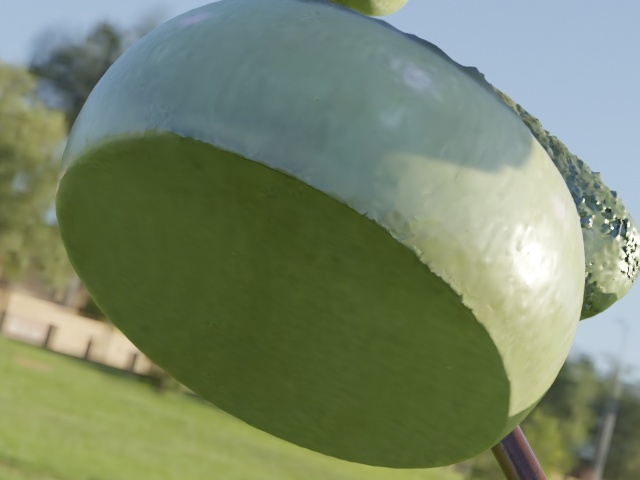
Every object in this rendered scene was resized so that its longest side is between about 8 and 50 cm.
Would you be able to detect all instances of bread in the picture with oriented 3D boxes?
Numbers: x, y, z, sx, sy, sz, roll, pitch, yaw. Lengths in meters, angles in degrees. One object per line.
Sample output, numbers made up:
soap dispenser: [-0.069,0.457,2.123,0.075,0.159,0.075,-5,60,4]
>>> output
bread: [0.111,-0.030,1.297,0.232,0.172,0.064,5,-22,-11]

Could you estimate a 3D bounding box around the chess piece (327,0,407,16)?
chess piece: [0.112,-0.225,1.279,0.251,0.144,0.144,-3,-12,16]

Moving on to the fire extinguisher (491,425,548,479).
fire extinguisher: [0.112,0.121,1.094,0.022,0.083,0.028,2,-42,-37]

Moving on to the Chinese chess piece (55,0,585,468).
Chinese chess piece: [0.000,0.000,0.890,0.250,0.101,0.250,22,-31,14]
